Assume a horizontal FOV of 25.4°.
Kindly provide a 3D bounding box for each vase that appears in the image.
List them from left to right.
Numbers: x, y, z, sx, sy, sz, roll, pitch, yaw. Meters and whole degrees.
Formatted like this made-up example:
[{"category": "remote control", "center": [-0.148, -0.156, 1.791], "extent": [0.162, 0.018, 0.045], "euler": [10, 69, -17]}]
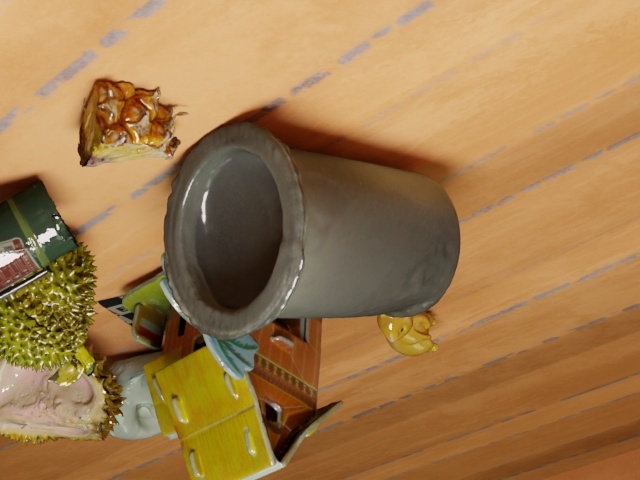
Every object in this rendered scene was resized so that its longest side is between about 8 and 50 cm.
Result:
[{"category": "vase", "center": [0.000, 0.000, 1.632], "extent": [0.291, 0.245, 0.245], "euler": [6, 155, -43]}]

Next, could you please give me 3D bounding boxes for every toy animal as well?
[{"category": "toy animal", "center": [0.115, 0.128, 2.179], "extent": [0.083, 0.070, 0.159], "euler": [-14, 152, 23]}]

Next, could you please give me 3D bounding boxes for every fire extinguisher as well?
[{"category": "fire extinguisher", "center": [-0.421, 0.045, 1.609], "extent": [0.294, 0.093, 0.118], "euler": [-31, 144, -8]}]

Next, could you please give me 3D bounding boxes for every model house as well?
[{"category": "model house", "center": [-0.157, 0.156, 1.812], "extent": [0.300, 0.323, 0.340], "euler": [-29, 132, 35]}]

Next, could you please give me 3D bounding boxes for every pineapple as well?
[{"category": "pineapple", "center": [-0.206, -0.109, 1.483], "extent": [0.116, 0.069, 0.137], "euler": [-18, 157, 24]}]

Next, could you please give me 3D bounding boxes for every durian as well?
[{"category": "durian", "center": [-0.352, 0.073, 1.722], "extent": [0.159, 0.198, 0.146], "euler": [-1, 154, 0]}, {"category": "durian", "center": [-0.393, 0.219, 2.149], "extent": [0.250, 0.183, 0.138], "euler": [-5, -175, 31]}]

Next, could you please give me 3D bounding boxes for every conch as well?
[{"category": "conch", "center": [-0.254, 0.237, 2.257], "extent": [0.221, 0.121, 0.185], "euler": [-9, 155, -14]}]

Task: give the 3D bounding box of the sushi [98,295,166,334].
[{"category": "sushi", "center": [-0.195, 0.112, 2.073], "extent": [0.210, 0.040, 0.193], "euler": [-12, 158, 13]}]
